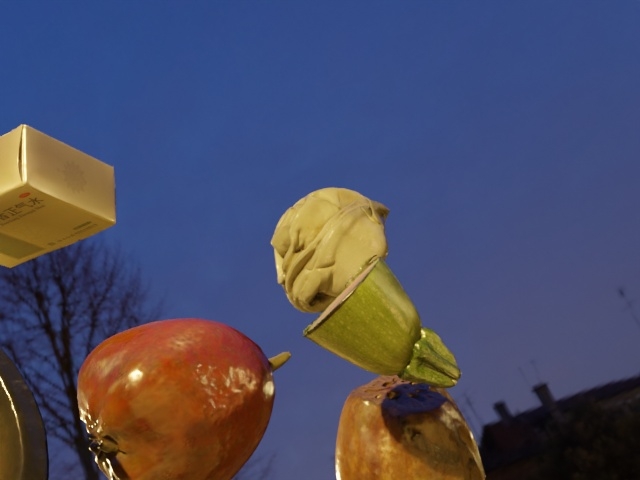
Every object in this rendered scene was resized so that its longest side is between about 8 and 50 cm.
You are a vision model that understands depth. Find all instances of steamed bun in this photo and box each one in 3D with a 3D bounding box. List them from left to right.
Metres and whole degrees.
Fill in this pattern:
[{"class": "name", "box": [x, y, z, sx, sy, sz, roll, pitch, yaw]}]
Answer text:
[{"class": "steamed bun", "box": [0.002, -0.001, 1.449, 0.144, 0.218, 0.211, 38, -56, -21]}]

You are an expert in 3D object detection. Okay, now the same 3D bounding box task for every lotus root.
[{"class": "lotus root", "box": [0.189, 0.394, 1.777, 0.316, 0.249, 0.316, -10, 14, 3]}]

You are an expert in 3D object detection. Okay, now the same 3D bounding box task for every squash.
[{"class": "squash", "box": [0.066, 0.093, 0.833, 0.105, 0.132, 0.105, -48, 2, 2]}]

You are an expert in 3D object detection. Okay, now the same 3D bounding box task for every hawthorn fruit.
[{"class": "hawthorn fruit", "box": [-0.135, 0.169, 0.979, 0.251, 0.199, 0.199, -24, -25, -35]}]

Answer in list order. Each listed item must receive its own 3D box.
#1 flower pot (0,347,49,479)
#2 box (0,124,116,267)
[{"class": "flower pot", "box": [-0.427, 0.242, 0.746, 0.379, 0.379, 0.251, -5, -43, -34]}, {"class": "box", "box": [-0.408, -0.054, 1.204, 0.212, 0.095, 0.168, -20, -28, 27]}]
